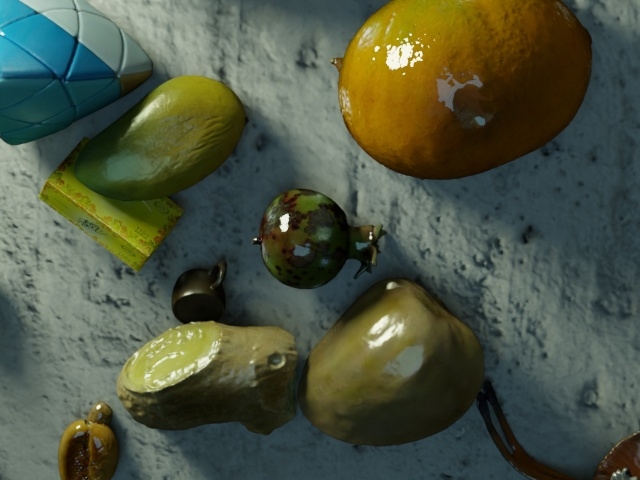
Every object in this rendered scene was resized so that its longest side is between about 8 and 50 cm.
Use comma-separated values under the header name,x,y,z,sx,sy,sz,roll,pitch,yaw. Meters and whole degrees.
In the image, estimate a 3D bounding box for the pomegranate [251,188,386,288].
name,x,y,z,sx,sy,sz,roll,pitch,yaw
pomegranate,-0.004,0.006,1.766,0.169,0.148,0.148,22,107,2

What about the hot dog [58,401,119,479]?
name,x,y,z,sx,sy,sz,roll,pitch,yaw
hot dog,-0.344,0.310,1.937,0.090,0.060,0.140,4,113,2

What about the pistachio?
name,x,y,z,sx,sy,sz,roll,pitch,yaw
pistachio,0.096,0.187,1.795,0.260,0.163,0.212,-46,72,20

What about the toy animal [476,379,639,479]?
name,x,y,z,sx,sy,sz,roll,pitch,yaw
toy animal,0.362,0.360,1.831,0.284,0.225,0.302,7,119,24

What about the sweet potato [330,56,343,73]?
name,x,y,z,sx,sy,sz,roll,pitch,yaw
sweet potato,0.054,-0.219,1.751,0.095,0.034,0.034,38,107,-16

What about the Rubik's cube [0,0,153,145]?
name,x,y,z,sx,sy,sz,roll,pitch,yaw
Rubik's cube,-0.349,-0.208,1.751,0.255,0.254,0.254,2,106,6

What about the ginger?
name,x,y,z,sx,sy,sz,roll,pitch,yaw
ginger,-0.147,0.208,1.848,0.276,0.130,0.221,-24,135,27

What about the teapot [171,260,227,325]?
name,x,y,z,sx,sy,sz,roll,pitch,yaw
teapot,-0.169,0.069,1.839,0.076,0.068,0.121,24,128,-27

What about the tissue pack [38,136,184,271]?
name,x,y,z,sx,sy,sz,roll,pitch,yaw
tissue pack,-0.289,-0.051,1.799,0.176,0.095,0.062,38,147,-5

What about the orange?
name,x,y,z,sx,sy,sz,roll,pitch,yaw
orange,0.181,-0.205,1.693,0.310,0.274,0.274,0,107,33

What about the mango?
name,x,y,z,sx,sy,sz,roll,pitch,yaw
mango,-0.210,-0.128,1.754,0.237,0.091,0.137,-40,90,-3
